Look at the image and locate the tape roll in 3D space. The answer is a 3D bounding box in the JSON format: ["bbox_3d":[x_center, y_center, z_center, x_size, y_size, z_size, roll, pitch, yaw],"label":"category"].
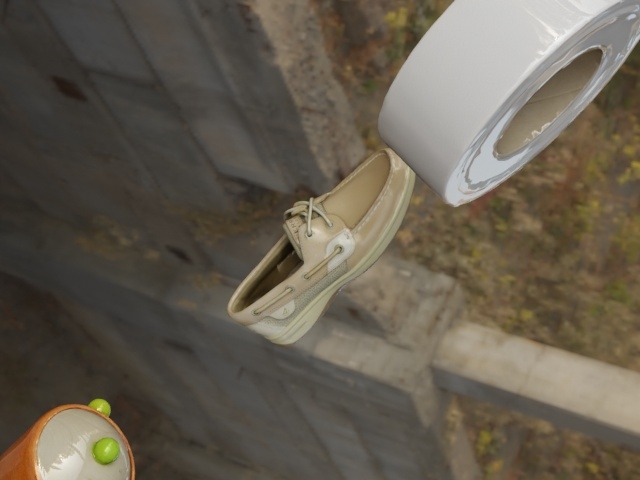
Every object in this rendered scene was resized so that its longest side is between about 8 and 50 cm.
[{"bbox_3d":[0.192,-0.167,1.146,0.286,0.100,0.286,-38,163,-14],"label":"tape roll"}]

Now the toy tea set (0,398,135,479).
[{"bbox_3d":[-0.208,0.258,0.840,0.200,0.124,0.336,7,60,-47],"label":"toy tea set"}]

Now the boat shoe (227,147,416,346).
[{"bbox_3d":[0.000,0.000,1.455,0.098,0.109,0.302,29,110,-32],"label":"boat shoe"}]
